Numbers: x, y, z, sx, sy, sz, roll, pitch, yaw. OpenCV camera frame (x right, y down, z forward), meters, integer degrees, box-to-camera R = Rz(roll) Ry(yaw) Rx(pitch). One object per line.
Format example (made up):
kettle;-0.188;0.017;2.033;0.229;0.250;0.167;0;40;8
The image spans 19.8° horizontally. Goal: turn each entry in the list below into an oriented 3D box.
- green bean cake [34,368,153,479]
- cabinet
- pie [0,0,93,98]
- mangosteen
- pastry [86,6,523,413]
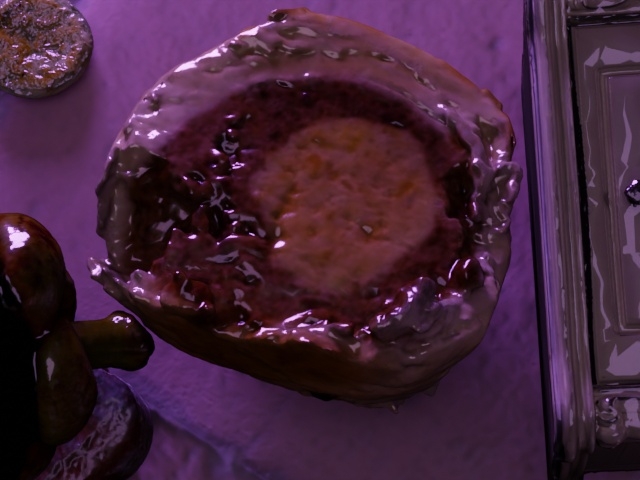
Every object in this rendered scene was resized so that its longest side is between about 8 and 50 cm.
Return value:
green bean cake;-0.241;0.116;1.198;0.232;0.097;0.198;37;82;10
cabinet;0.287;-0.005;1.096;0.318;0.227;0.290;-3;75;5
pie;-0.201;-0.136;1.285;0.084;0.021;0.084;0;77;0
mangosteen;-0.218;0.069;1.063;0.250;0.211;0.211;-3;78;-17
pastry;-0.005;-0.007;1.177;0.256;0.170;0.237;16;57;7
